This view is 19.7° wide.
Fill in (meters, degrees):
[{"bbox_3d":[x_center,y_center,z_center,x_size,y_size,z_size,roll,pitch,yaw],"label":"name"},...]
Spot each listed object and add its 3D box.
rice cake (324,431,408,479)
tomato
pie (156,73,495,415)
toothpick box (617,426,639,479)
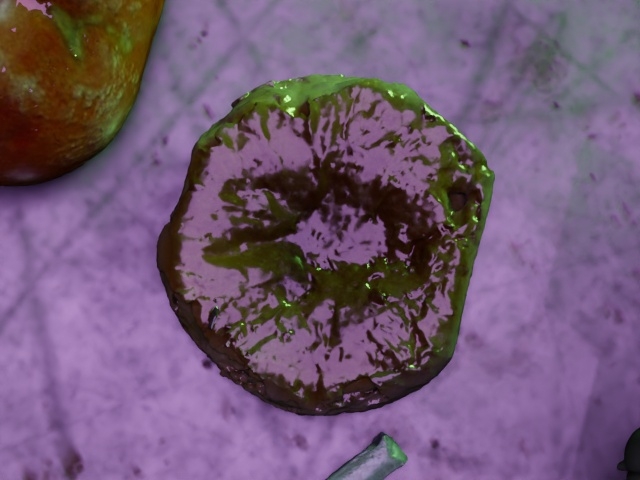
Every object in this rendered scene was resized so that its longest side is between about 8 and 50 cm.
[{"bbox_3d":[-0.003,0.151,1.022,0.121,0.021,0.022,-40,90,-2],"label":"rice cake"},{"bbox_3d":[-0.193,-0.144,1.003,0.237,0.095,0.236,1,85,-8],"label":"tomato"},{"bbox_3d":[0.000,0.000,1.027,0.195,0.046,0.195,0,83,1],"label":"pie"},{"bbox_3d":[0.269,0.235,0.910,0.229,0.229,0.316,-6,84,-1],"label":"toothpick box"}]
